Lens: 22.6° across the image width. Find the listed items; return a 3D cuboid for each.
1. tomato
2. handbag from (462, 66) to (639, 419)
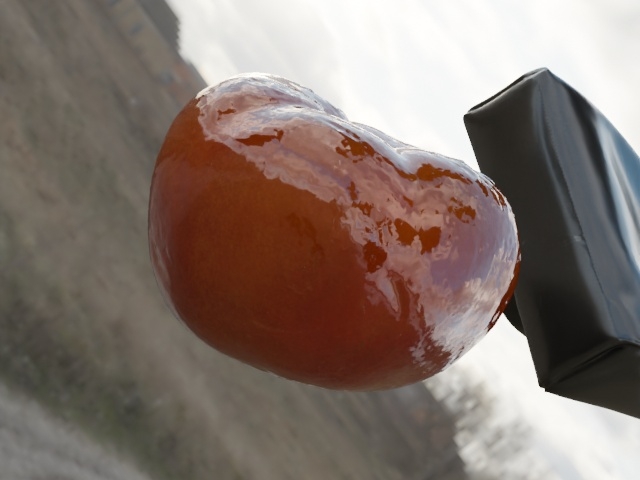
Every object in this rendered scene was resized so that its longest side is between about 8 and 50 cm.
[{"bbox_3d":[0.004,0.002,1.051,0.260,0.180,0.260,20,8,-3],"label":"tomato"},{"bbox_3d":[0.240,0.021,1.351,0.257,0.113,0.285,25,44,-46],"label":"handbag"}]
